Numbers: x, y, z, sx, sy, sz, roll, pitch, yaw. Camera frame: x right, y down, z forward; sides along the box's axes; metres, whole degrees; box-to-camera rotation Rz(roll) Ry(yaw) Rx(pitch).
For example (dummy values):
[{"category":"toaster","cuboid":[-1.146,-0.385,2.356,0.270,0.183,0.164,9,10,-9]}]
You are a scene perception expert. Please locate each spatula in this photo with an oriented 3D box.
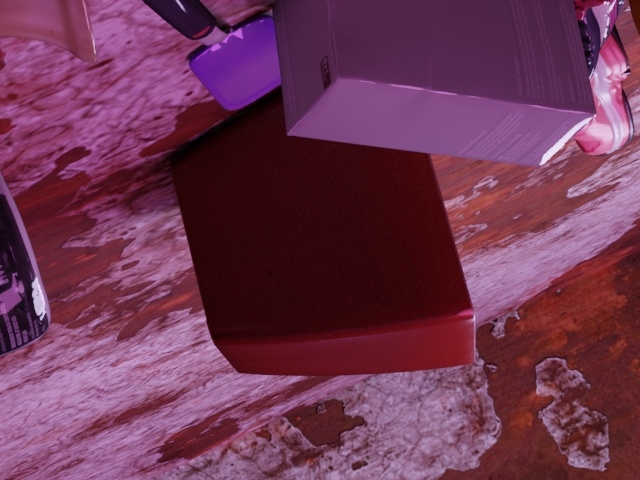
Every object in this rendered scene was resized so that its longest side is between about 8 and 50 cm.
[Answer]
[{"category":"spatula","cuboid":[-0.086,-0.162,1.288,0.084,0.030,0.296,-30,165,8]}]

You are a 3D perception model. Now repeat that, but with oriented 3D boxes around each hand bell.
[{"category":"hand bell","cuboid":[-0.260,-0.139,0.970,0.242,0.126,0.126,-13,164,-7]}]

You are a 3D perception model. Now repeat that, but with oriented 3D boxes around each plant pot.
[{"category":"plant pot","cuboid":[0.000,0.000,1.603,0.236,0.267,0.267,-15,166,2]}]

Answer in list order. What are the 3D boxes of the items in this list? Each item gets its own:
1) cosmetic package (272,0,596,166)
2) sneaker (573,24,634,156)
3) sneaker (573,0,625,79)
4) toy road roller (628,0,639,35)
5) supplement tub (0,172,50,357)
[{"category":"cosmetic package","cuboid":[0.089,-0.143,1.334,0.238,0.127,0.107,6,152,-22]},{"category":"sneaker","cuboid":[0.247,-0.166,1.766,0.136,0.116,0.314,-18,160,6]},{"category":"sneaker","cuboid":[0.215,-0.246,1.412,0.112,0.121,0.299,-60,173,-32]},{"category":"toy road roller","cuboid":[0.446,-0.254,1.604,0.330,0.202,0.240,-17,175,-18]},{"category":"supplement tub","cuboid":[-0.365,0.039,1.166,0.316,0.193,0.193,-22,165,-15]}]
